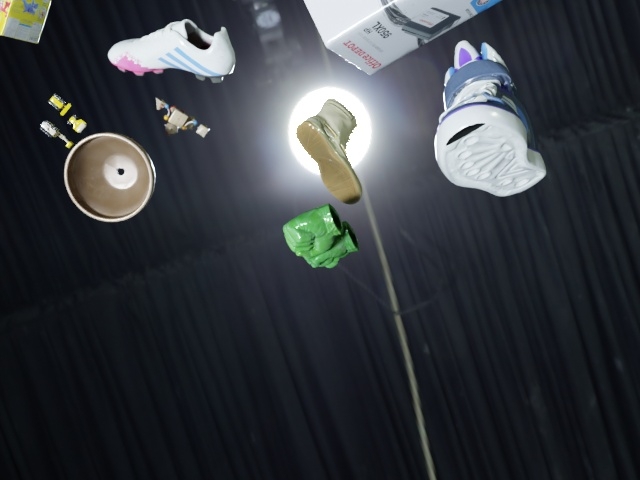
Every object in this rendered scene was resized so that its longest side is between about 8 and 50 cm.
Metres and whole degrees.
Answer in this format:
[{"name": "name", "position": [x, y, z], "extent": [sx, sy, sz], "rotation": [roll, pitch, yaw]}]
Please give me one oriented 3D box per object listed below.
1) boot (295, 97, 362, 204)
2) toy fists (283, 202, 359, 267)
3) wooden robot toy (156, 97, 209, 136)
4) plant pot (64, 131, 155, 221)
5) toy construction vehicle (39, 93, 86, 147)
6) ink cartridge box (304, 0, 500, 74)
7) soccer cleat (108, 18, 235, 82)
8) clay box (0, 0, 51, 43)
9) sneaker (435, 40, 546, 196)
[{"name": "boot", "position": [0.056, -0.245, 2.198], "extent": [0.095, 0.262, 0.203], "rotation": [-26, 17, 36]}, {"name": "toy fists", "position": [0.000, 0.000, 2.075], "extent": [0.142, 0.096, 0.279], "rotation": [-20, -21, 13]}, {"name": "wooden robot toy", "position": [-0.409, -0.332, 2.308], "extent": [0.079, 0.173, 0.076], "rotation": [-57, 25, 8]}, {"name": "plant pot", "position": [-0.549, -0.175, 2.160], "extent": [0.238, 0.237, 0.109], "rotation": [-18, 13, 9]}, {"name": "toy construction vehicle", "position": [-0.580, -0.268, 1.824], "extent": [0.086, 0.098, 0.035], "rotation": [-51, 8, 5]}, {"name": "ink cartridge box", "position": [0.197, -0.562, 1.822], "extent": [0.395, 0.166, 0.285], "rotation": [-27, -13, 21]}, {"name": "soccer cleat", "position": [-0.364, -0.478, 1.968], "extent": [0.332, 0.143, 0.116], "rotation": [8, 44, 12]}, {"name": "clay box", "position": [-0.773, -0.640, 2.131], "extent": [0.053, 0.222, 0.127], "rotation": [28, 14, 22]}, {"name": "sneaker", "position": [0.223, -0.206, 1.209], "extent": [0.130, 0.236, 0.323], "rotation": [-28, -22, 24]}]
